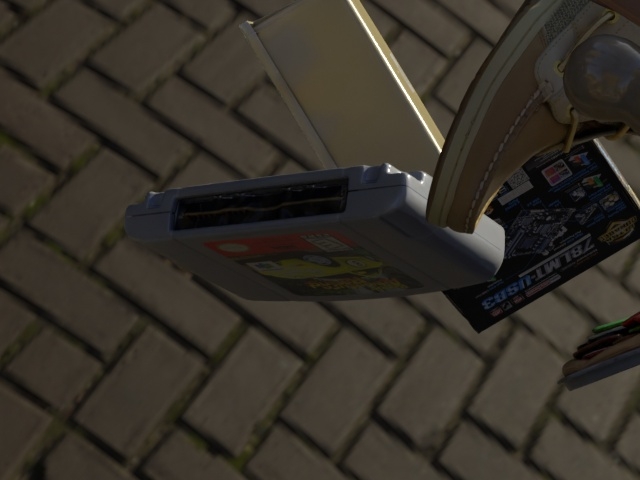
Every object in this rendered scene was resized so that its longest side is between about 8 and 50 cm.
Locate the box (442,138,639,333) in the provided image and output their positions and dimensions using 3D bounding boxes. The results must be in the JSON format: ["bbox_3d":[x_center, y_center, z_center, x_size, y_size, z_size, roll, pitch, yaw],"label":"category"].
[{"bbox_3d":[0.264,-0.040,2.384,0.293,0.296,0.073,46,18,-43],"label":"box"}]

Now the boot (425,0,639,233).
[{"bbox_3d":[0.203,-0.075,1.092,0.203,0.095,0.262,33,70,7],"label":"boot"}]

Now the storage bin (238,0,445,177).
[{"bbox_3d":[0.040,-0.164,2.004,0.262,0.123,0.260,58,7,-3],"label":"storage bin"}]

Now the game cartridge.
[{"bbox_3d":[0.000,0.000,1.529,0.196,0.294,0.060,25,65,-51],"label":"game cartridge"}]

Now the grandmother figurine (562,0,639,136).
[{"bbox_3d":[0.183,-0.069,0.581,0.208,0.104,0.342,-32,43,-12],"label":"grandmother figurine"}]

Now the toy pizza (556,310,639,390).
[{"bbox_3d":[0.234,0.042,1.056,0.201,0.201,0.032,-16,81,-36],"label":"toy pizza"}]
